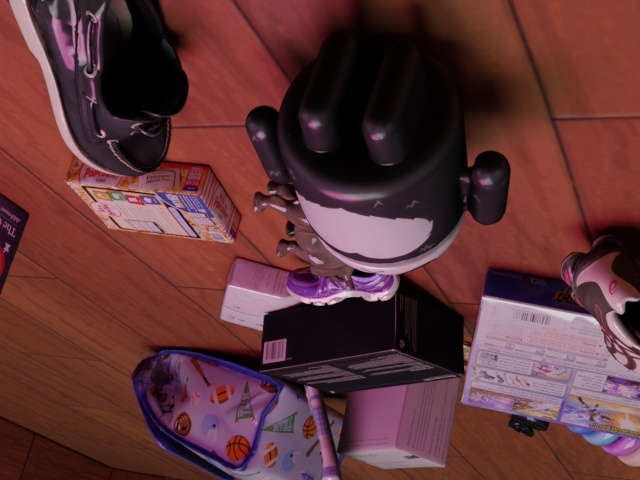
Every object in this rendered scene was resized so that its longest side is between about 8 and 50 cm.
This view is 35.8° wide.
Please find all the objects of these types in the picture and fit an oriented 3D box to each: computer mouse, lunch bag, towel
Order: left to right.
[{"bbox_3d":[-0.179,0.383,2.091,0.385,0.239,0.328,17,164,38],"label":"lunch bag"},{"bbox_3d":[-0.004,0.319,1.780,0.034,0.285,0.209,-14,155,-1],"label":"towel"},{"bbox_3d":[0.401,0.343,1.912,0.071,0.041,0.242,19,165,11],"label":"computer mouse"}]

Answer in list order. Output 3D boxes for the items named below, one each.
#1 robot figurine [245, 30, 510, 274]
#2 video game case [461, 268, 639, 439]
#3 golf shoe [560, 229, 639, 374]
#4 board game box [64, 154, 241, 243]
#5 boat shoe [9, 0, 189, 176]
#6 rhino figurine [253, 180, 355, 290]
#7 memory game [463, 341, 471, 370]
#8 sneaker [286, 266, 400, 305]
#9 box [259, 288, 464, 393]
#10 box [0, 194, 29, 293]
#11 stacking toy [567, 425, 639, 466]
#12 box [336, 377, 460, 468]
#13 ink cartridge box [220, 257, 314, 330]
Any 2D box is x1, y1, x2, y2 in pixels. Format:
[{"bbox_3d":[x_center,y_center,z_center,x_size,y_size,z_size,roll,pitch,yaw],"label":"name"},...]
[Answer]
[{"bbox_3d":[0.054,-0.075,0.942,0.209,0.173,0.278,53,173,26],"label":"robot figurine"},{"bbox_3d":[0.345,0.162,1.380,0.269,0.061,0.244,11,135,9],"label":"video game case"},{"bbox_3d":[0.386,0.111,1.175,0.105,0.120,0.273,-43,120,13],"label":"golf shoe"},{"bbox_3d":[-0.219,-0.054,1.318,0.193,0.045,0.147,7,157,16],"label":"board game box"},{"bbox_3d":[-0.184,-0.157,0.954,0.113,0.127,0.340,20,150,17],"label":"boat shoe"},{"bbox_3d":[0.000,0.000,1.271,0.106,0.073,0.243,5,152,19],"label":"rhino figurine"},{"bbox_3d":[0.288,0.208,1.681,0.186,0.012,0.186,11,157,5],"label":"memory game"},{"bbox_3d":[0.028,0.044,1.409,0.169,0.068,0.071,-6,136,22],"label":"sneaker"},{"bbox_3d":[0.064,0.161,1.526,0.261,0.103,0.184,-14,151,37],"label":"box"},{"bbox_3d":[-0.627,0.025,1.389,0.178,0.313,0.343,0,154,29],"label":"box"},{"bbox_3d":[0.387,0.230,1.557,0.330,0.141,0.141,26,155,-10],"label":"stacking toy"},{"bbox_3d":[0.140,0.307,1.777,0.119,0.182,0.181,25,155,-26],"label":"box"},{"bbox_3d":[-0.040,0.108,1.585,0.232,0.066,0.189,19,157,-2],"label":"ink cartridge box"}]
